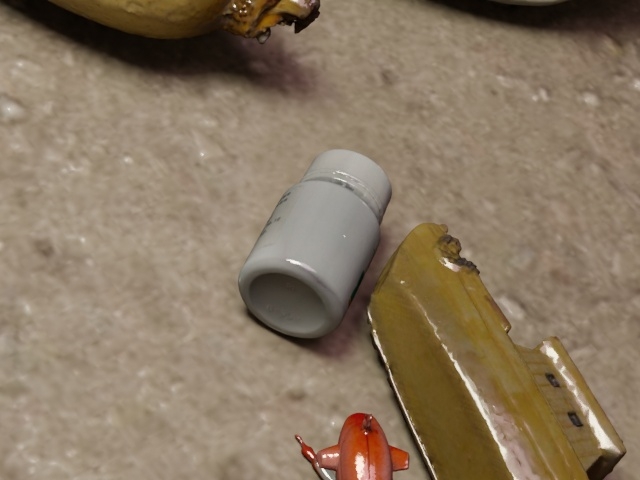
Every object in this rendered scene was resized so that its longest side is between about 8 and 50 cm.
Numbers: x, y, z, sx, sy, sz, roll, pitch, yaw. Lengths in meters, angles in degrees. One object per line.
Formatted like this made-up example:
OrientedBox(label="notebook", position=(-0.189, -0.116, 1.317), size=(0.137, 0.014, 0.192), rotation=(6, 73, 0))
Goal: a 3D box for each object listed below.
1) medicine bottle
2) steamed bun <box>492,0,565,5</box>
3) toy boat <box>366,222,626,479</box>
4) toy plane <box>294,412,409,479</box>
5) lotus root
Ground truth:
OrientedBox(label="medicine bottle", position=(0.000, 0.000, 1.202), size=(0.080, 0.080, 0.130), rotation=(28, 49, 0))
OrientedBox(label="steamed bun", position=(0.156, -0.339, 1.424), size=(0.384, 0.236, 0.247), rotation=(14, 41, -20))
OrientedBox(label="toy boat", position=(0.134, 0.123, 1.161), size=(0.121, 0.089, 0.321), rotation=(-6, 56, -32))
OrientedBox(label="toy plane", position=(0.020, 0.203, 1.069), size=(0.126, 0.077, 0.194), rotation=(19, 59, 4))
OrientedBox(label="lotus root", position=(-0.157, -0.241, 1.276), size=(0.343, 0.151, 0.169), rotation=(29, 37, 0))
